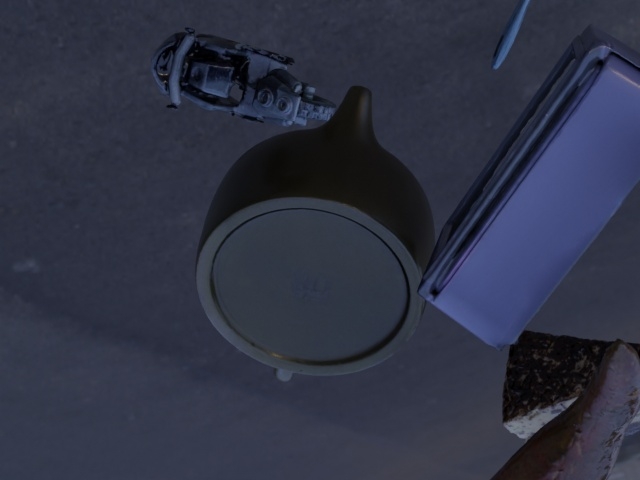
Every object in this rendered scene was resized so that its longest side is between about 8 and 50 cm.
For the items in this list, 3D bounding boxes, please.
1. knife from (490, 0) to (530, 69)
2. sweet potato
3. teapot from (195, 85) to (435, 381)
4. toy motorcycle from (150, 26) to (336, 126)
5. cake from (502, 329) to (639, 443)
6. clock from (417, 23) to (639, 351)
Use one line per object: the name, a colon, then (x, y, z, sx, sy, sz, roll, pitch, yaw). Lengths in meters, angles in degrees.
knife: (0.290, -0.363, 1.306, 0.044, 0.019, 0.313, -61, 174, -68)
sweet potato: (0.163, 0.161, 0.711, 0.078, 0.058, 0.255, 2, 129, -37)
teapot: (0.000, 0.000, 0.838, 0.185, 0.175, 0.268, 17, 127, 0)
toy motorcycle: (-0.113, -0.206, 1.303, 0.159, 0.270, 0.106, -4, 115, -51)
cake: (0.325, 0.187, 1.147, 0.246, 0.135, 0.112, 1, 152, 48)
clock: (0.149, -0.039, 0.658, 0.193, 0.073, 0.144, -57, 178, 19)
